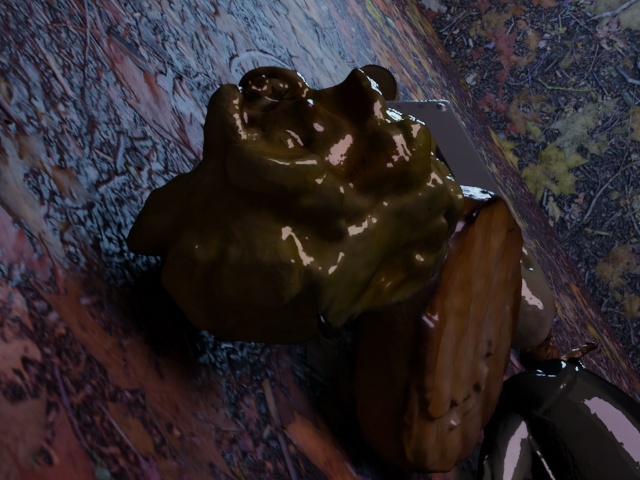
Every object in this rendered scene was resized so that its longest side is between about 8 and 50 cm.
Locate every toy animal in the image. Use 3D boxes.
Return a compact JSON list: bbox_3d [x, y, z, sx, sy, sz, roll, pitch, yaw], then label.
[{"bbox_3d":[0.384,0.188,2.020,0.255,0.114,0.116,38,67,-39],"label":"toy animal"}]

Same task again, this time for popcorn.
[{"bbox_3d":[-0.014,-0.022,0.933,0.286,0.252,0.215,-27,73,-43],"label":"popcorn"}]

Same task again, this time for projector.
[{"bbox_3d":[0.136,-0.087,1.604,0.192,0.099,0.257,-5,51,-23],"label":"projector"}]

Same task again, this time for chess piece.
[{"bbox_3d":[0.106,-0.243,2.040,0.090,0.090,0.200,61,6,13],"label":"chess piece"}]

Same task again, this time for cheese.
[{"bbox_3d":[0.208,-0.009,1.787,0.328,0.129,0.351,30,31,-46],"label":"cheese"}]

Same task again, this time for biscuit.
[{"bbox_3d":[0.118,0.088,1.160,0.296,0.102,0.296,-32,128,-54],"label":"biscuit"}]

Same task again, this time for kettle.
[{"bbox_3d":[0.310,0.312,1.385,0.324,0.228,0.321,50,48,-6],"label":"kettle"}]
